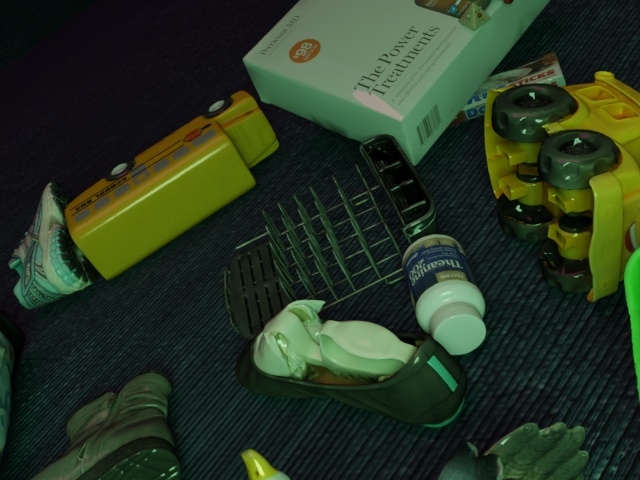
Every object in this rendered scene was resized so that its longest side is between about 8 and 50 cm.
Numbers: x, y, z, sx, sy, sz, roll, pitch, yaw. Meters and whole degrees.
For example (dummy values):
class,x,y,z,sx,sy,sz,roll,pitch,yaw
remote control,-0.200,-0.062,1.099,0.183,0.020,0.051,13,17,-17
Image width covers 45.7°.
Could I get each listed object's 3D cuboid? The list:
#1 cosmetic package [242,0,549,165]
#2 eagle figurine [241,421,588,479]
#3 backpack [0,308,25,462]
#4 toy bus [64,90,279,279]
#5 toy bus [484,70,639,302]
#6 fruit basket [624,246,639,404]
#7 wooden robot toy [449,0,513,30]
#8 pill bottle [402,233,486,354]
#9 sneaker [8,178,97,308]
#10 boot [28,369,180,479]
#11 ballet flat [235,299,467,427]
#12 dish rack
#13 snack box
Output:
class,x,y,z,sx,sy,sz,roll,pitch,yaw
cosmetic package,0.118,-0.309,1.075,0.284,0.097,0.377,27,68,34
eagle figurine,0.018,0.221,0.450,0.298,0.225,0.226,-16,35,21
backpack,-0.494,0.227,0.854,0.290,0.273,0.356,-25,45,-4
toy bus,-0.216,-0.088,1.150,0.332,0.108,0.130,-34,33,-5
toy bus,0.285,-0.068,0.727,0.211,0.150,0.220,-14,35,-5
fruit basket,0.310,0.109,0.315,0.391,0.283,0.392,-15,23,6
wooden robot toy,0.216,-0.353,0.963,0.076,0.079,0.173,16,64,24
pill bottle,0.121,0.052,0.739,0.067,0.067,0.120,-24,34,10
sneaker,-0.439,0.002,1.207,0.122,0.110,0.283,-32,33,3
boot,-0.257,0.240,0.791,0.246,0.084,0.161,-27,26,-5
ballet flat,0.010,0.104,0.731,0.280,0.096,0.095,1,45,39
dish rack,0.000,0.000,0.899,0.271,0.074,0.208,-27,32,5
snack box,0.236,-0.201,1.027,0.178,0.022,0.064,-18,38,19
